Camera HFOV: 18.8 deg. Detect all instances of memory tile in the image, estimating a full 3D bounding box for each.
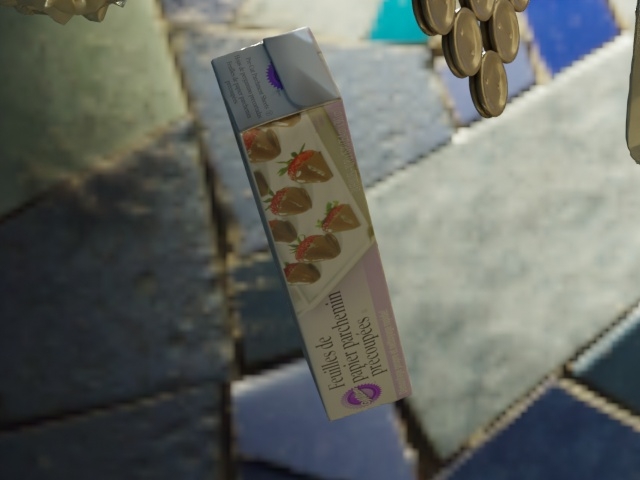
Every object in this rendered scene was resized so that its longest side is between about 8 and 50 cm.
[{"bbox_3d":[0.073,-0.144,1.025,0.148,0.012,0.113,50,-134,-46],"label":"memory tile"}]

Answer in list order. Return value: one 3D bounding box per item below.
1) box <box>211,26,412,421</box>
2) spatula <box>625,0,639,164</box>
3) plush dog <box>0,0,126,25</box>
[{"bbox_3d":[0.000,0.000,1.209,0.324,0.063,0.067,74,176,-52],"label":"box"},{"bbox_3d":[0.153,-0.111,0.417,0.242,0.019,0.168,-18,-59,-41],"label":"spatula"},{"bbox_3d":[-0.133,-0.141,0.294,0.262,0.225,0.210,-36,-26,-47],"label":"plush dog"}]
